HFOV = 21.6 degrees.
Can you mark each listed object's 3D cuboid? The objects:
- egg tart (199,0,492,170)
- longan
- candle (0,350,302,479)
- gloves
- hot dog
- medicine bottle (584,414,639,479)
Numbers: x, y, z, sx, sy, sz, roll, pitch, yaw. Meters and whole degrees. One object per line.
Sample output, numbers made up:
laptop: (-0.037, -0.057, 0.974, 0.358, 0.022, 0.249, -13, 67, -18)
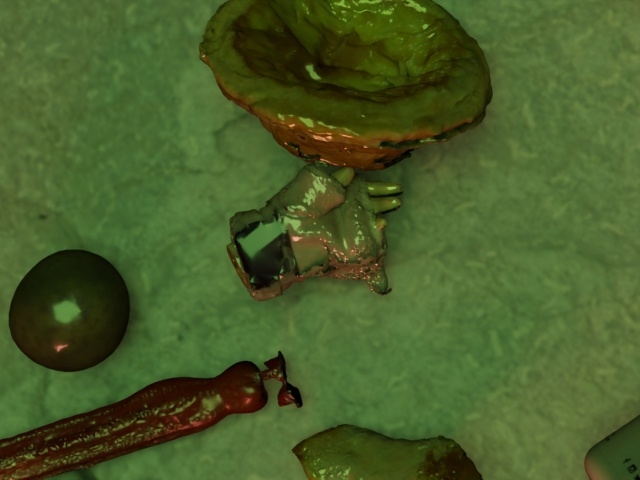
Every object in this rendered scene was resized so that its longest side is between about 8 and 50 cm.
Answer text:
egg tart: (0.020, -0.129, 1.355, 0.241, 0.241, 0.106, 18, 129, 10)
longan: (-0.213, 0.056, 1.405, 0.106, 0.106, 0.119, -43, 40, 1)
candle: (-0.179, 0.159, 1.408, 0.329, 0.048, 0.051, -17, 36, 6)
gloves: (-0.006, -0.007, 1.379, 0.144, 0.094, 0.110, -3, 87, -9)
hot dog: (0.061, 0.193, 1.360, 0.169, 0.061, 0.078, 9, 51, 29)
medicine bottle: (0.358, 0.150, 1.274, 0.288, 0.157, 0.157, -34, 80, 3)
